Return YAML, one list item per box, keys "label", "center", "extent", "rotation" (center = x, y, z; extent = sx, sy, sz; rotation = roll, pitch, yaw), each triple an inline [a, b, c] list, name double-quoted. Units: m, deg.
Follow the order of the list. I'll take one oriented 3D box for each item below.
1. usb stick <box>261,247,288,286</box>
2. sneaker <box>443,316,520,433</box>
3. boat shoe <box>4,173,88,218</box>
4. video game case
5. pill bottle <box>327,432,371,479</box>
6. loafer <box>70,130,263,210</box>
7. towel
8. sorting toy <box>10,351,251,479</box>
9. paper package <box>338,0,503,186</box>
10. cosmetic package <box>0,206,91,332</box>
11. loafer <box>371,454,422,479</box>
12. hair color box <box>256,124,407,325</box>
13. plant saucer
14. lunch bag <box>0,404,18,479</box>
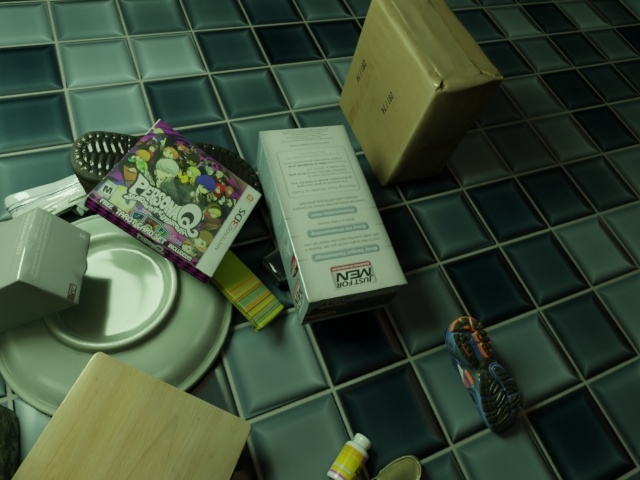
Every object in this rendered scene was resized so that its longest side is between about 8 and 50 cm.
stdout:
- label: "usb stick"
  center: [0.000, 0.000, 0.955]
  extent: [0.278, 0.045, 0.077]
  rotation: [-34, 65, -27]
- label: "sneaker"
  center: [0.298, 0.248, 0.855]
  extent: [0.083, 0.087, 0.221]
  rotation: [-18, 82, -11]
- label: "boat shoe"
  center: [-0.477, -0.083, 0.891]
  extent: [0.226, 0.083, 0.076]
  rotation: [-27, 96, -25]
- label: "video game case"
  center: [-0.243, -0.072, 0.801]
  extent: [0.232, 0.042, 0.210]
  rotation: [37, 51, -15]
- label: "pill bottle"
  center: [0.050, 0.362, 0.752]
  extent: [0.043, 0.043, 0.083]
  rotation: [36, 60, 10]
- label: "loafer"
  center: [-0.291, -0.120, 0.904]
  extent: [0.365, 0.130, 0.134]
  rotation: [11, 64, -31]
- label: "towel"
  center: [-0.170, 0.062, 0.848]
  extent: [0.237, 0.021, 0.102]
  rotation: [46, 24, 5]
- label: "sorting toy"
  center: [-0.272, 0.336, 0.646]
  extent: [0.255, 0.089, 0.257]
  rotation: [29, 59, -9]
- label: "paper package"
  center: [0.199, -0.336, 1.031]
  extent: [0.168, 0.325, 0.310]
  rotation: [-14, 64, -19]
- label: "cosmetic package"
  center: [-0.474, 0.057, 0.685]
  extent: [0.237, 0.107, 0.127]
  rotation: [-23, 56, 20]
- label: "loafer"
  center: [0.110, 0.400, 0.739]
  extent: [0.148, 0.050, 0.056]
  rotation: [-26, 70, -24]
- label: "hair color box"
  center: [0.006, -0.044, 0.887]
  extent: [0.185, 0.114, 0.375]
  rotation: [-9, 62, -17]
- label: "plant saucer"
  center: [-0.352, 0.098, 0.788]
  extent: [0.400, 0.101, 0.401]
  rotation: [6, 59, -10]
- label: "lunch bag"
  center: [-0.552, 0.287, 0.539]
  extent: [0.304, 0.256, 0.213]
  rotation: [-5, 62, -16]
